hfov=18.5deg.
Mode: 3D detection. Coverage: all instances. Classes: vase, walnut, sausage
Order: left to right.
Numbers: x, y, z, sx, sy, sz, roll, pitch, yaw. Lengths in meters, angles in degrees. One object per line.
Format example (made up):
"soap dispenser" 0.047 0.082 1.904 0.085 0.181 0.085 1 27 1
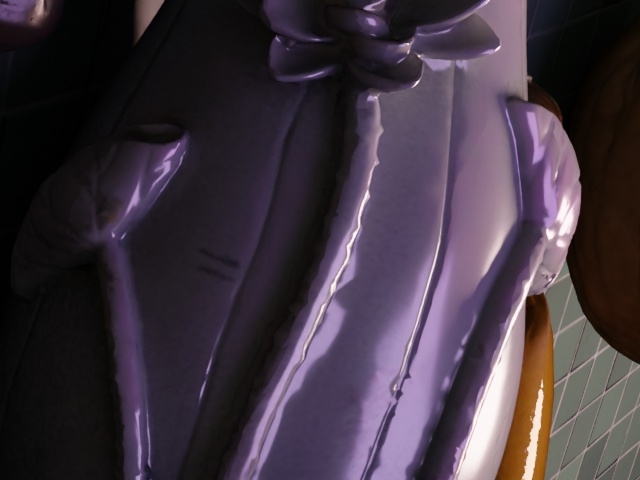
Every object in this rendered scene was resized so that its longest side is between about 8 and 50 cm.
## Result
"vase" -0.001 -0.042 0.854 0.250 0.250 0.445 -5 113 -63
"sausage" 0.104 0.146 1.347 0.112 0.112 0.328 36 63 -66
"walnut" 0.318 -0.035 1.409 0.333 0.333 0.333 -46 150 -37

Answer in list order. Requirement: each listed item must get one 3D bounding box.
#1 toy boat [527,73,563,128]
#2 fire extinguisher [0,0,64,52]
"toy boat" 0.088 -0.026 1.209 0.293 0.099 0.108 -45 124 -36
"fire extinguisher" -0.111 -0.153 0.696 0.268 0.072 0.089 -70 164 11
